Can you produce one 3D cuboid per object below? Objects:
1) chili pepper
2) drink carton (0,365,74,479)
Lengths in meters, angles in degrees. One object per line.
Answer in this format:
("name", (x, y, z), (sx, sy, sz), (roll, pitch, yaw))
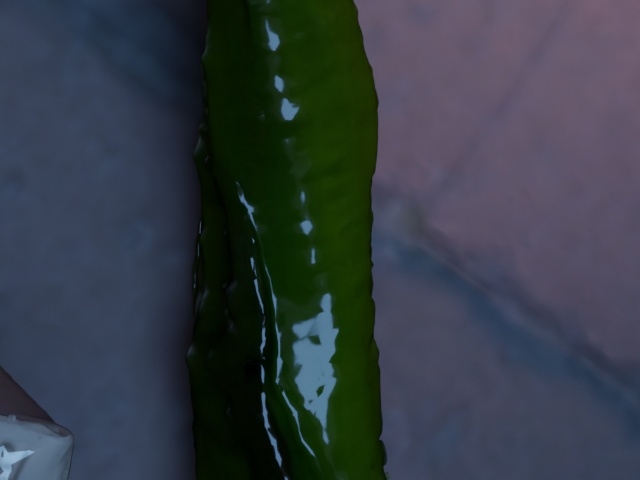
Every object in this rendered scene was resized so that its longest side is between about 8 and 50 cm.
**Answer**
("chili pepper", (0.000, 0.001, 0.501), (0.076, 0.085, 0.359), (0, 105, 25))
("drink carton", (-0.188, 0.157, 0.423), (0.194, 0.132, 0.325), (14, 92, -17))
